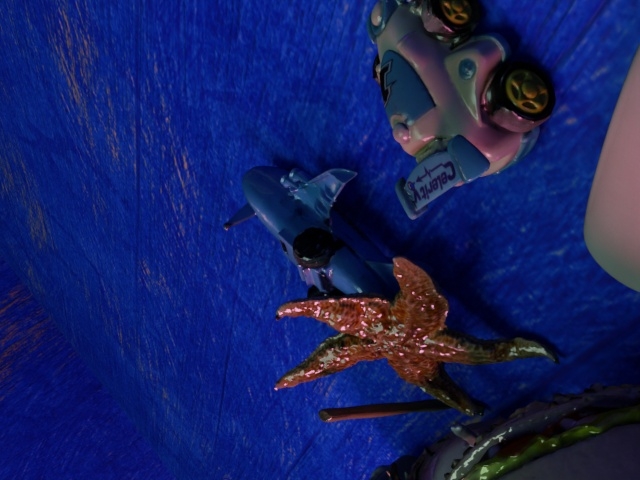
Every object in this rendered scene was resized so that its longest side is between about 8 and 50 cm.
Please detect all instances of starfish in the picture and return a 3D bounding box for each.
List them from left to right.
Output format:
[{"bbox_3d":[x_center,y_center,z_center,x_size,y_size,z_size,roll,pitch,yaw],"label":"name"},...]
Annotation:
[{"bbox_3d":[0.073,0.093,0.756,0.277,0.062,0.236,-6,139,24],"label":"starfish"}]

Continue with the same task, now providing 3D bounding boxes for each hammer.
[{"bbox_3d":[0.083,0.173,0.836,0.062,0.199,0.013,11,96,52],"label":"hammer"}]

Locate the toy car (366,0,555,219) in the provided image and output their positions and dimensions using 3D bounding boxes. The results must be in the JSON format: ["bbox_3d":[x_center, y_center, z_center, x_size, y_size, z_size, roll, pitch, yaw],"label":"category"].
[{"bbox_3d":[0.077,-0.106,0.590,0.161,0.098,0.126,53,152,-1],"label":"toy car"}]

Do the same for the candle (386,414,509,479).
[{"bbox_3d":[0.173,0.268,0.781,0.187,0.187,0.330,16,132,52],"label":"candle"}]

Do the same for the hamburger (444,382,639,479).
[{"bbox_3d":[0.219,0.237,0.582,0.300,0.300,0.176,63,-164,-18],"label":"hamburger"}]

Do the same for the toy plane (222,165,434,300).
[{"bbox_3d":[0.000,0.000,0.850,0.271,0.105,0.254,32,153,32],"label":"toy plane"}]

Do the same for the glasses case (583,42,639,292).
[{"bbox_3d":[0.210,-0.044,0.492,0.081,0.051,0.204,38,150,29],"label":"glasses case"}]

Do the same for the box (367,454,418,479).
[{"bbox_3d":[0.135,0.448,0.900,0.373,0.367,0.090,48,114,13],"label":"box"}]
